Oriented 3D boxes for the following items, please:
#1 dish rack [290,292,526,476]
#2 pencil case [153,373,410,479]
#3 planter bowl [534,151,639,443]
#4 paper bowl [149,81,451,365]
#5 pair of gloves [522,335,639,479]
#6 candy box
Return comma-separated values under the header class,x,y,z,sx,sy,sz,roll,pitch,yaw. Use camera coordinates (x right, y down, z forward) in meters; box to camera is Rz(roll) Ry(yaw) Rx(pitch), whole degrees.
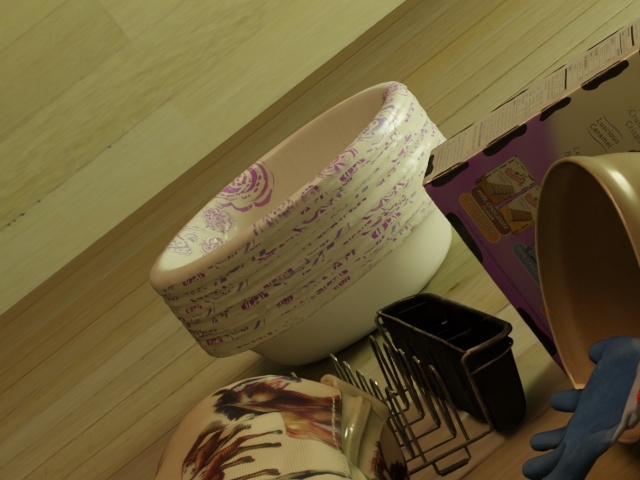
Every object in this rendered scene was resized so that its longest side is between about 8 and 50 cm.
class,x,y,z,sx,sy,sz,roll,pitch,yaw
dish rack,-0.004,0.133,1.208,0.271,0.074,0.208,-26,10,-11
pencil case,-0.007,0.190,0.898,0.183,0.160,0.410,-45,12,6
planter bowl,0.200,0.022,0.998,0.109,0.162,0.162,-13,8,-12
paper bowl,0.000,0.000,1.580,0.284,0.148,0.284,-35,14,10
pair of gloves,0.123,0.128,0.889,0.198,0.023,0.159,-65,4,-23
candy box,0.193,-0.034,1.139,0.196,0.165,0.070,-32,15,19
